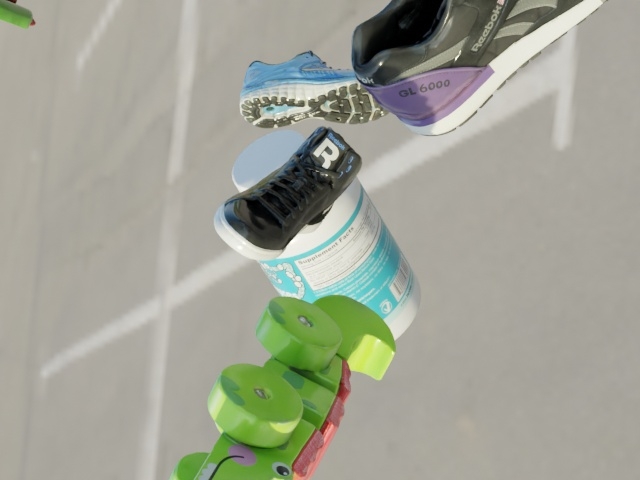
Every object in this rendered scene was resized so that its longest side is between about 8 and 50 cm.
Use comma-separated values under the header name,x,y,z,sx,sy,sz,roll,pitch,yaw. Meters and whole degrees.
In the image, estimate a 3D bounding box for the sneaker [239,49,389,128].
name,x,y,z,sx,sy,sz,roll,pitch,yaw
sneaker,0.003,-0.155,1.765,0.063,0.162,0.073,93,174,-57

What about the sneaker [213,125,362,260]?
name,x,y,z,sx,sy,sz,roll,pitch,yaw
sneaker,-0.026,-0.058,1.858,0.121,0.079,0.217,-53,-7,21

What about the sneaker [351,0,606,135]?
name,x,y,z,sx,sy,sz,roll,pitch,yaw
sneaker,0.143,-0.211,1.469,0.283,0.124,0.107,-48,52,6

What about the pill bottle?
name,x,y,z,sx,sy,sz,roll,pitch,yaw
pill bottle,0.000,0.000,2.081,0.264,0.146,0.146,58,-168,-36

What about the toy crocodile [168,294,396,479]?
name,x,y,z,sx,sy,sz,roll,pitch,yaw
toy crocodile,-0.031,0.136,1.365,0.115,0.105,0.340,-64,-3,24

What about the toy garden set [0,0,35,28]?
name,x,y,z,sx,sy,sz,roll,pitch,yaw
toy garden set,-0.416,-0.310,2.045,0.049,0.244,0.204,-62,-9,4
